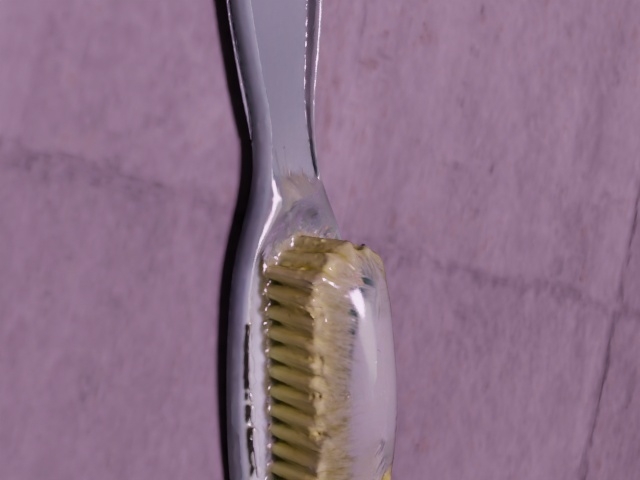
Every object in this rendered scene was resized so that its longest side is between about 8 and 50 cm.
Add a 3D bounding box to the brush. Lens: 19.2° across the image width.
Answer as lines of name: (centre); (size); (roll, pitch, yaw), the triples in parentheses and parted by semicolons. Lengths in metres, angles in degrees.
brush: (0.000, 0.000, 0.727); (0.068, 0.060, 0.296); (-19, 113, -44)
